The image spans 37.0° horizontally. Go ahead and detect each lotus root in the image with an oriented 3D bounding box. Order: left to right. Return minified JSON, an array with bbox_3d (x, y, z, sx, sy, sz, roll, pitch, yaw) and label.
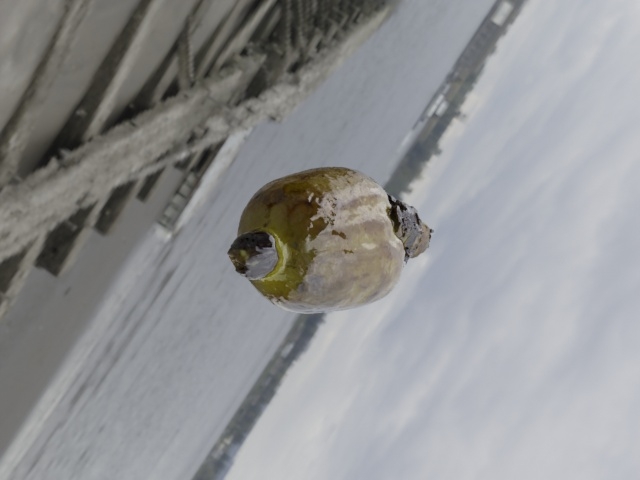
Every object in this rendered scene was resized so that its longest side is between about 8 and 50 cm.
[{"bbox_3d":[0.000,0.000,1.101,0.141,0.170,0.314,-22,169,39],"label":"lotus root"}]
